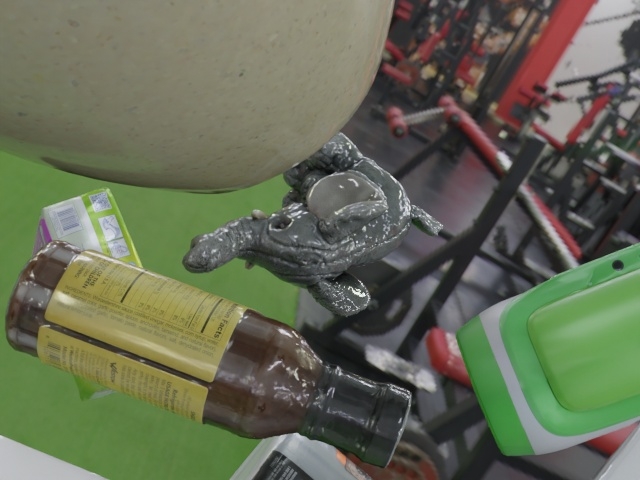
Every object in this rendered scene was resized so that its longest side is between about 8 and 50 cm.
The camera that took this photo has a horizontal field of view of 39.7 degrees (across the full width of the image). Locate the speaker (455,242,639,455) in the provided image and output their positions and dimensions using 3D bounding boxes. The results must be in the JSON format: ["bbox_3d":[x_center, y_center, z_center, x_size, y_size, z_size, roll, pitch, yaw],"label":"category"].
[{"bbox_3d":[0.264,0.069,0.700,0.131,0.296,0.131,-22,90,-81],"label":"speaker"}]

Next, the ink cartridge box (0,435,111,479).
[{"bbox_3d":[-0.262,0.301,0.770,0.207,0.283,0.117,18,43,14],"label":"ink cartridge box"}]

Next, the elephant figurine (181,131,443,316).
[{"bbox_3d":[0.000,0.000,0.949,0.169,0.186,0.239,59,25,-16],"label":"elephant figurine"}]

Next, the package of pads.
[{"bbox_3d":[-0.300,0.089,1.181,0.101,0.296,0.229,-20,81,-24],"label":"package of pads"}]

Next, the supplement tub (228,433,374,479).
[{"bbox_3d":[0.027,0.402,1.116,0.338,0.207,0.207,40,19,0],"label":"supplement tub"}]

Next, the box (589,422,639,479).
[{"bbox_3d":[0.165,0.215,0.411,0.182,0.181,0.119,39,52,22],"label":"box"}]

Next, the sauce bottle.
[{"bbox_3d":[-0.094,0.105,0.768,0.344,0.112,0.111,22,18,4],"label":"sauce bottle"}]

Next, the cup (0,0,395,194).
[{"bbox_3d":[-0.088,-0.159,0.458,0.331,0.331,0.237,47,-4,42],"label":"cup"}]
